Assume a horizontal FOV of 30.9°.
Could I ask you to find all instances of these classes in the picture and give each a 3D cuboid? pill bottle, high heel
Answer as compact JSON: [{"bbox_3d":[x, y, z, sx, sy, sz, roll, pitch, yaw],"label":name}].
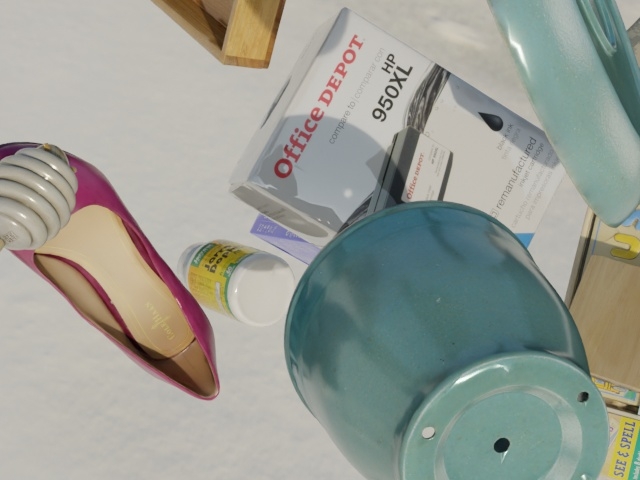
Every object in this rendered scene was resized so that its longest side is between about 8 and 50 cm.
[{"bbox_3d":[-0.141,0.061,1.830,0.118,0.117,0.208,-7,13,-33],"label":"pill bottle"},{"bbox_3d":[-0.213,0.038,1.206,0.181,0.127,0.377,47,0,33],"label":"high heel"}]

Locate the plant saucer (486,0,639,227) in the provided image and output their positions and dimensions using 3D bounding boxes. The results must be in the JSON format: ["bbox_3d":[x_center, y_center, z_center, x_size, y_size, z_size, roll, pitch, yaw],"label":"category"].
[{"bbox_3d":[0.159,-0.164,0.765,0.044,0.317,0.317,-22,23,22],"label":"plant saucer"}]

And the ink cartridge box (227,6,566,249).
[{"bbox_3d":[0.110,-0.097,1.633,0.395,0.285,0.166,30,-9,-11],"label":"ink cartridge box"}]

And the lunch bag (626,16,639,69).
[{"bbox_3d":[0.440,-0.126,1.209,0.287,0.169,0.235,37,69,21],"label":"lunch bag"}]

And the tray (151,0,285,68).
[{"bbox_3d":[-0.160,-0.404,1.587,0.076,0.202,0.411,2,27,-31],"label":"tray"}]

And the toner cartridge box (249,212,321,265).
[{"bbox_3d":[0.000,0.000,2.194,0.165,0.075,0.348,28,-7,-21],"label":"toner cartridge box"}]

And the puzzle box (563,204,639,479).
[{"bbox_3d":[0.461,0.134,1.583,0.272,0.408,0.052,13,-1,24],"label":"puzzle box"}]

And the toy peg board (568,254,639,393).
[{"bbox_3d":[0.401,0.124,1.490,0.161,0.079,0.161,17,67,23],"label":"toy peg board"}]

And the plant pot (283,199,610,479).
[{"bbox_3d":[0.125,0.132,1.045,0.272,0.271,0.255,6,19,-17],"label":"plant pot"}]

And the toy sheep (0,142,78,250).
[{"bbox_3d":[-0.263,-0.033,1.025,0.091,0.091,0.132,19,60,3],"label":"toy sheep"}]
